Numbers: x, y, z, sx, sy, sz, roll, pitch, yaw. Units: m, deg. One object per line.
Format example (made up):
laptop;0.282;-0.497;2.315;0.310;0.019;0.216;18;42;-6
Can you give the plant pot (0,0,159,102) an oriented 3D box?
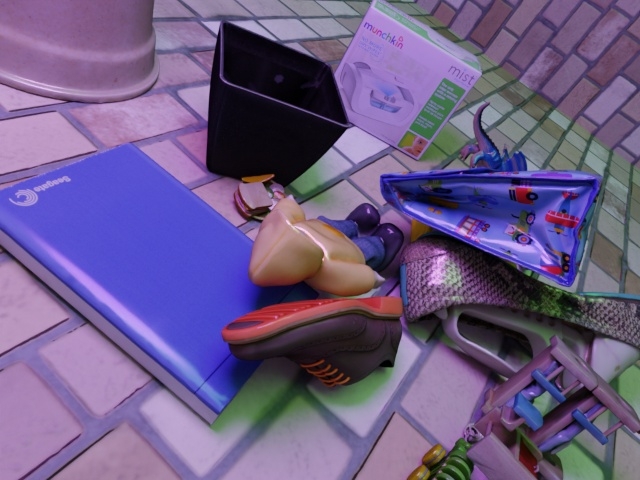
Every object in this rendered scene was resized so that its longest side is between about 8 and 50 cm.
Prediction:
plant pot;-0.363;-0.422;0.678;0.334;0.305;0.333;20;40;-18

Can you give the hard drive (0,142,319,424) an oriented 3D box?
hard drive;-0.177;0.024;0.549;0.319;0.040;0.210;38;38;5

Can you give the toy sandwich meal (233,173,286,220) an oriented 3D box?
toy sandwich meal;-0.086;-0.066;0.708;0.086;0.029;0.085;12;58;-20

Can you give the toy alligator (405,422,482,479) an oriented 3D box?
toy alligator;0.152;0.250;0.536;0.056;0.051;0.190;48;40;17

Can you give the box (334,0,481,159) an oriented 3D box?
box;0.170;-0.349;1.048;0.262;0.231;0.126;28;38;-9

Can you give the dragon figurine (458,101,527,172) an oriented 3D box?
dragon figurine;0.372;-0.152;1.010;0.144;0.288;0.085;-6;24;-4

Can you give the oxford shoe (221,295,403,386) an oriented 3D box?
oxford shoe;0.012;0.112;0.518;0.271;0.097;0.098;5;79;-49

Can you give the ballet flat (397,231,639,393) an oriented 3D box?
ballet flat;0.335;0.137;0.736;0.483;0.164;0.181;17;62;-12

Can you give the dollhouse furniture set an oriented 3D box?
dollhouse furniture set;0.274;0.219;0.555;0.129;0.129;0.184;46;21;15

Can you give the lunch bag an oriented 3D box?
lunch bag;0.238;-0.052;0.715;0.294;0.138;0.221;15;15;28

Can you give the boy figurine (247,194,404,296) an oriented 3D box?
boy figurine;0.000;0.000;0.616;0.177;0.092;0.285;45;22;22

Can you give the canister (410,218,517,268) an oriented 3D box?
canister;0.248;0.007;0.851;0.170;0.073;0.126;26;37;-8

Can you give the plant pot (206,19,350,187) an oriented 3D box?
plant pot;-0.089;-0.191;0.742;0.188;0.167;0.188;14;43;-25
